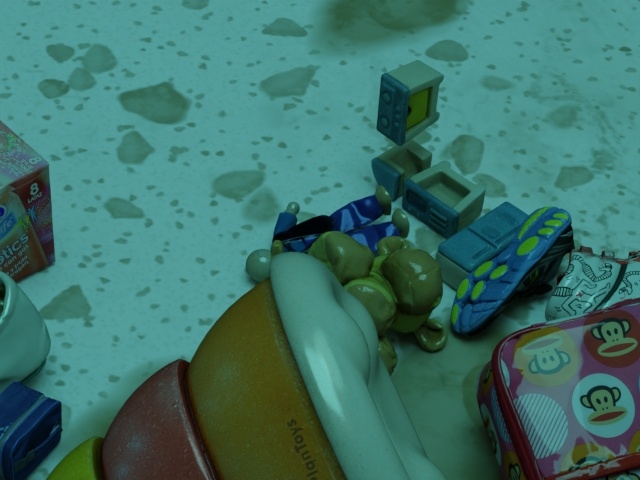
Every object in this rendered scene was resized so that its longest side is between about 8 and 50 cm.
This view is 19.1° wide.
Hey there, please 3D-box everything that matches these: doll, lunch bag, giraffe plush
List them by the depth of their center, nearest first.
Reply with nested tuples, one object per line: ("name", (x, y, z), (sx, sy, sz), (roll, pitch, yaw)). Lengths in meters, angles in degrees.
("lunch bag", (0.319, 0.193, 1.878), (0.293, 0.120, 0.258), (-13, 69, -14))
("lunch bag", (-0.297, 0.192, 1.886), (0.065, 0.067, 0.098), (24, 45, 19))
("giraffe plush", (0.058, 0.065, 2.012), (0.170, 0.181, 0.210), (-11, 9, -30))
("doll", (0.000, 0.000, 2.134), (0.189, 0.046, 0.129), (-24, 59, -19))

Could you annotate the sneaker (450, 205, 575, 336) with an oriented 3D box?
("sneaker", (0.219, 0.044, 2.087), (0.188, 0.078, 0.067), (-43, 37, -22))

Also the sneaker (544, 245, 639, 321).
("sneaker", (0.358, 0.031, 2.098), (0.145, 0.090, 0.270), (31, 51, 22))

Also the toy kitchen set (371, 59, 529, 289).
("toy kitchen set", (0.137, -0.075, 2.138), (0.207, 0.166, 0.122), (35, 51, 30))

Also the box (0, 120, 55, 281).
("box", (-0.438, -0.079, 2.105), (0.142, 0.154, 0.300), (-29, 51, -31))

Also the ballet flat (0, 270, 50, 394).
("ballet flat", (-0.419, 0.164, 1.853), (0.139, 0.139, 0.400), (25, 47, 21))

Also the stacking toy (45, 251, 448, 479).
("stacking toy", (-0.139, 0.250, 1.672), (0.479, 0.351, 0.351), (-24, 45, 5))
